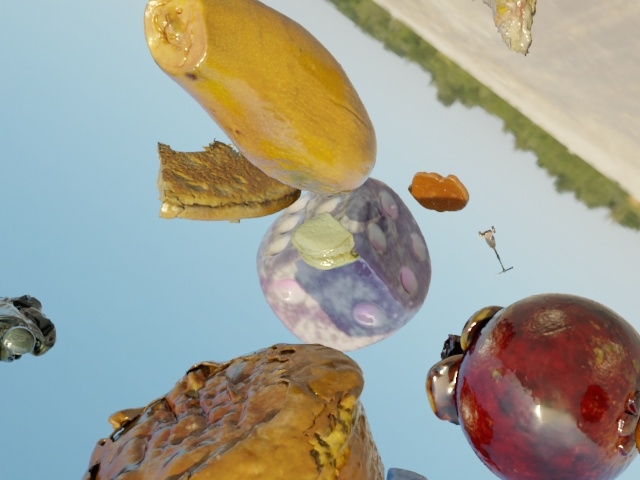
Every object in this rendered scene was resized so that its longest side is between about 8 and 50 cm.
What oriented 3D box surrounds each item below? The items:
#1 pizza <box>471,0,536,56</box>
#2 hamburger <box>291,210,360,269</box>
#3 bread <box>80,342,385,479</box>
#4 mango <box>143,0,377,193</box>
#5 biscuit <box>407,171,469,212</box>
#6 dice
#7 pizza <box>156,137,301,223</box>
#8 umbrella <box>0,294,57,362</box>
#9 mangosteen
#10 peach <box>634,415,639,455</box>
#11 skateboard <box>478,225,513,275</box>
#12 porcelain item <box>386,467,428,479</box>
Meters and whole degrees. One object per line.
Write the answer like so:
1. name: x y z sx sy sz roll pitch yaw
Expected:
1. pizza: 0.222 -0.304 1.114 0.052 0.185 0.195 9 -116 -19
2. hamburger: 0.000 0.003 1.515 0.121 0.084 0.054 51 163 47
3. bread: -0.102 0.273 1.074 0.337 0.358 0.204 -42 -66 -50
4. mango: -0.057 -0.174 1.066 0.359 0.144 0.187 40 -151 -37
5. biscuit: 0.232 -0.096 1.844 0.131 0.019 0.102 3 135 39
6. dice: 0.050 0.047 1.920 0.271 0.270 0.270 53 -147 -22
7. pizza: -0.197 -0.100 1.726 0.324 0.089 0.223 -9 -139 -44
8. umbrella: -0.537 0.159 1.629 0.143 0.094 0.349 -16 -169 -21
9. mangosteen: 0.222 0.155 0.994 0.258 0.215 0.215 11 171 45
10. peach: 0.317 0.165 0.797 0.101 0.100 0.100 35 -167 -10
11. skateboard: 0.291 0.025 1.543 0.064 0.032 0.083 53 -164 -56
12. porcelain item: 0.150 0.599 1.901 0.141 0.259 0.141 14 153 8
